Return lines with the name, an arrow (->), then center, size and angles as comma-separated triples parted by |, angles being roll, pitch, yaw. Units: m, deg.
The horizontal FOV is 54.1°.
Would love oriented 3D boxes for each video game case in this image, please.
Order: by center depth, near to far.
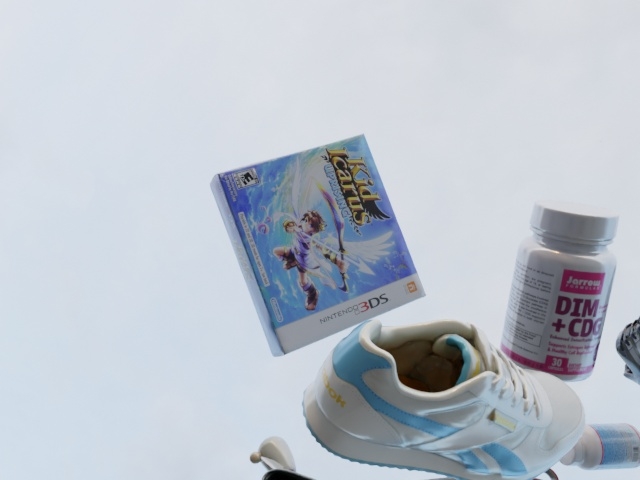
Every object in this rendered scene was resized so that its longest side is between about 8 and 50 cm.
video game case -> 0.000, 0.000, 0.921 | 0.061, 0.244, 0.269 | -28, -98, 65

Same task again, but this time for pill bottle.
pill bottle -> 0.408, 0.081, 1.068 | 0.160, 0.160, 0.283 | 11, -75, 22
pill bottle -> 0.545, 0.404, 1.228 | 0.160, 0.087, 0.087 | 4, -77, -17

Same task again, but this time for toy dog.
toy dog -> -0.088, 0.551, 1.273 | 0.333, 0.161, 0.220 | 15, -78, 63

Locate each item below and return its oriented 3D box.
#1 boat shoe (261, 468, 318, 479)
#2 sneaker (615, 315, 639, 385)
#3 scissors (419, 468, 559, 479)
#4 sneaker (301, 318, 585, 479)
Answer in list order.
boat shoe -> 0.001, 0.466, 1.044 | 0.319, 0.116, 0.099 | 0, -63, 54
sneaker -> 0.616, 0.181, 1.170 | 0.121, 0.111, 0.300 | 8, -51, 38
scissors -> 0.321, 0.453, 1.199 | 0.297, 0.109, 0.021 | 14, -47, -4
sneaker -> 0.107, 0.111, 0.443 | 0.092, 0.228, 0.087 | -62, -150, 34
